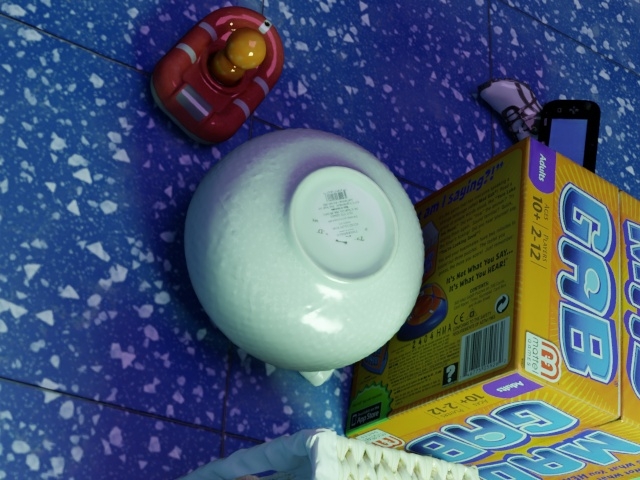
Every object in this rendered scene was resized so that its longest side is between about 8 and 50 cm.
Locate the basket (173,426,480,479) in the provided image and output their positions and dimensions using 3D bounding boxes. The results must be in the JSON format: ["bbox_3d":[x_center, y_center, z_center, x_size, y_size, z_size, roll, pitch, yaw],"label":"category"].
[{"bbox_3d":[0.002,0.421,1.259,0.266,0.328,0.331,17,59,-33],"label":"basket"}]

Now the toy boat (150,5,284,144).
[{"bbox_3d":[-0.130,-0.257,1.598,0.151,0.151,0.231,44,50,-12],"label":"toy boat"}]

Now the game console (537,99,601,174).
[{"bbox_3d":[0.406,-0.100,1.913,0.213,0.044,0.361,8,61,9],"label":"game console"}]

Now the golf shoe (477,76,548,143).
[{"bbox_3d":[0.369,-0.227,2.016,0.198,0.077,0.094,25,56,-24],"label":"golf shoe"}]

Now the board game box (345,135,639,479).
[{"bbox_3d":[0.299,0.136,1.599,0.356,0.356,0.356,25,56,-26],"label":"board game box"}]

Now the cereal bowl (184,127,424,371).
[{"bbox_3d":[0.000,0.000,1.459,0.339,0.141,0.339,9,70,-25],"label":"cereal bowl"}]

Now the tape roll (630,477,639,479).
[{"bbox_3d":[0.571,0.419,1.723,0.321,0.077,0.321,0,90,-19],"label":"tape roll"}]

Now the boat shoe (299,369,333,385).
[{"bbox_3d":[0.031,0.118,1.601,0.226,0.083,0.076,-46,112,-30],"label":"boat shoe"}]
